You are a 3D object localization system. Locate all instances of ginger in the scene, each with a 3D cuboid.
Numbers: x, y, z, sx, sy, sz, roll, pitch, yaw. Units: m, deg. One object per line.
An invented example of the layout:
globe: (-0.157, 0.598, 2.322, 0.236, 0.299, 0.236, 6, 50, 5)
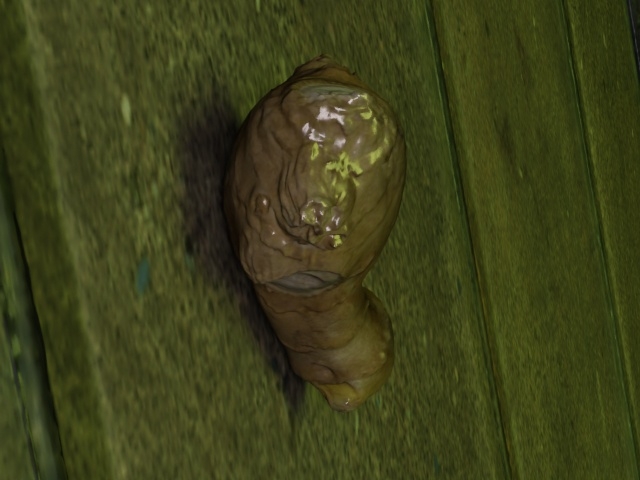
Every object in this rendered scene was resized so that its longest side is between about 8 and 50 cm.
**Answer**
ginger: (0.000, -0.008, 0.728, 0.165, 0.067, 0.096, 83, 8, -56)
